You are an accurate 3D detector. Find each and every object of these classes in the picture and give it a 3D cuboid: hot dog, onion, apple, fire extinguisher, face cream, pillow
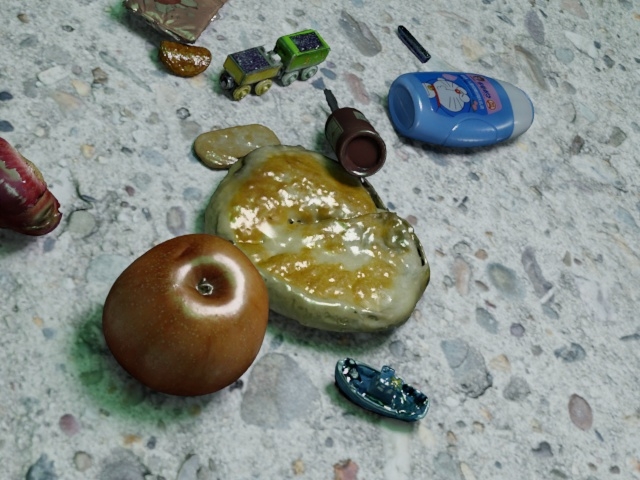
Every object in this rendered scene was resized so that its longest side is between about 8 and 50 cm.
[{"bbox_3d":[-0.209,-0.280,1.840,0.083,0.035,0.058,8,49,-23],"label":"hot dog"},{"bbox_3d":[-0.405,-0.045,1.485,0.150,0.150,0.140,43,82,12],"label":"onion"},{"bbox_3d":[-0.158,0.085,1.457,0.201,0.162,0.201,16,45,-17],"label":"apple"},{"bbox_3d":[0.041,-0.169,1.802,0.099,0.071,0.231,62,3,-22],"label":"fire extinguisher"},{"bbox_3d":[0.244,-0.218,1.994,0.264,0.083,0.149,-3,57,-31],"label":"face cream"},{"bbox_3d":[-0.216,-0.395,1.921,0.135,0.049,0.248,29,39,-3],"label":"pillow"}]

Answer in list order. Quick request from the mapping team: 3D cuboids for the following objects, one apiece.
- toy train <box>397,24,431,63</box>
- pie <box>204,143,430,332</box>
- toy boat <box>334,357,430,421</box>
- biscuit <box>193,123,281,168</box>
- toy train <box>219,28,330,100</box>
[{"bbox_3d":[0.162,-0.345,2.108,0.017,0.017,0.083,-22,65,-42],"label":"toy train"},{"bbox_3d":[0.000,0.000,1.679,0.339,0.077,0.339,16,46,-17],"label":"pie"},{"bbox_3d":[0.079,0.192,1.562,0.137,0.061,0.060,26,45,-5],"label":"toy boat"},{"bbox_3d":[-0.120,-0.140,1.777,0.147,0.018,0.071,-15,58,-35],"label":"biscuit"},{"bbox_3d":[-0.071,-0.277,1.879,0.202,0.081,0.060,-23,66,-39],"label":"toy train"}]
